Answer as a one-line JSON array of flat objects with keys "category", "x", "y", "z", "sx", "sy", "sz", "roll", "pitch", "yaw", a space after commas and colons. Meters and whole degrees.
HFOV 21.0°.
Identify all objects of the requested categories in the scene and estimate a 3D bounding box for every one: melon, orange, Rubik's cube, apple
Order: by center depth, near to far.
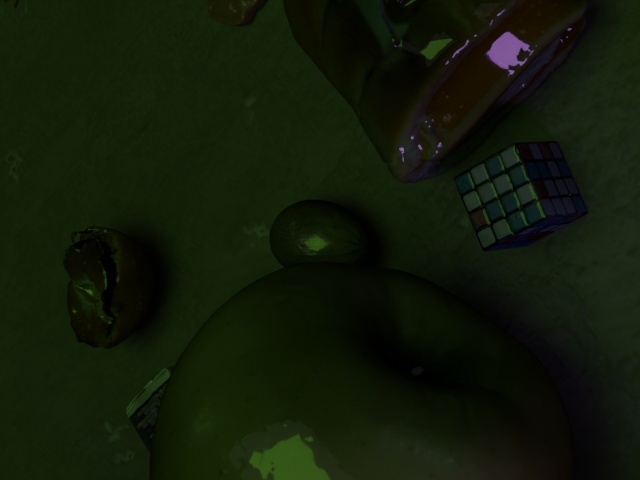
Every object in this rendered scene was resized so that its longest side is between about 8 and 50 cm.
[{"category": "apple", "x": 0.034, "y": 0.261, "z": 1.851, "sx": 0.473, "sy": 0.473, "sz": 0.474, "roll": 3, "pitch": 95, "yaw": 37}, {"category": "Rubik's cube", "x": 0.220, "y": -0.049, "z": 1.896, "sx": 0.092, "sy": 0.092, "sz": 0.092, "roll": -29, "pitch": 76, "yaw": 35}, {"category": "melon", "x": 0.000, "y": 0.000, "z": 2.065, "sx": 0.130, "sy": 0.098, "sz": 0.098, "roll": 12, "pitch": 100, "yaw": 31}, {"category": "orange", "x": -0.275, "y": 0.058, "z": 2.270, "sx": 0.170, "sy": 0.112, "sz": 0.160, "roll": 161, "pitch": 94, "yaw": -70}]

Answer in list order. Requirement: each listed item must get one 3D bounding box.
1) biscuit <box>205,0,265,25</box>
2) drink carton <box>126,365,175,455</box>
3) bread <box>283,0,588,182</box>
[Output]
[{"category": "biscuit", "x": -0.097, "y": -0.387, "z": 2.156, "sx": 0.144, "sy": 0.040, "sz": 0.236, "roll": 21, "pitch": 103, "yaw": 40}, {"category": "drink carton", "x": -0.123, "y": 0.264, "z": 2.153, "sx": 0.102, "sy": 0.134, "sz": 0.222, "roll": -45, "pitch": 68, "yaw": 30}, {"category": "bread", "x": 0.098, "y": -0.276, "z": 1.906, "sx": 0.300, "sy": 0.210, "sz": 0.341, "roll": -42, "pitch": 68, "yaw": 29}]
